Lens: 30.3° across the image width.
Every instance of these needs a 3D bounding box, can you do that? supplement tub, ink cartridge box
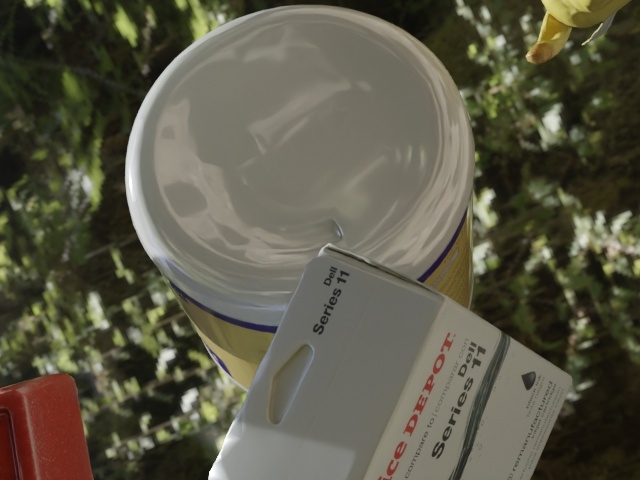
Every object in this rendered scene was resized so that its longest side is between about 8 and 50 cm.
[{"bbox_3d":[0.000,0.000,0.925,0.331,0.241,0.241,75,178,-65],"label":"supplement tub"},{"bbox_3d":[0.049,0.110,0.679,0.087,0.153,0.208,22,175,35],"label":"ink cartridge box"}]

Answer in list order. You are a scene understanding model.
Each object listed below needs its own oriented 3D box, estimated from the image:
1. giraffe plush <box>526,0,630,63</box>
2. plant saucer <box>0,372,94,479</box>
[{"bbox_3d":[0.183,-0.250,0.841,0.170,0.181,0.210,55,156,6],"label":"giraffe plush"},{"bbox_3d":[-0.269,0.218,0.752,0.047,0.259,0.258,82,171,-56],"label":"plant saucer"}]
